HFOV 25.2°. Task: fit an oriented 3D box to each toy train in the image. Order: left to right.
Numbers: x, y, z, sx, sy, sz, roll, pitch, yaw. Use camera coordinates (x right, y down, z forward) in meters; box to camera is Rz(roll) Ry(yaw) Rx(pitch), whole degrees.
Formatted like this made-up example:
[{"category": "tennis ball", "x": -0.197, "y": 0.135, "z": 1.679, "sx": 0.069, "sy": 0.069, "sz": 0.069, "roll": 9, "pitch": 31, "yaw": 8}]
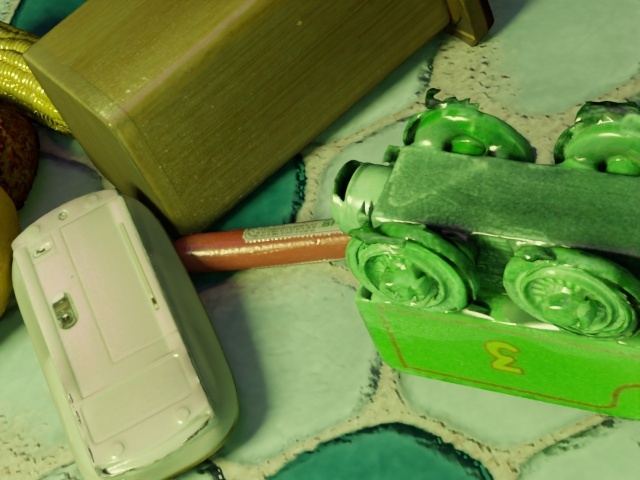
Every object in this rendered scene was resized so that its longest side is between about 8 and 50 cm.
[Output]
[{"category": "toy train", "x": 0.129, "y": 0.016, "z": 0.874, "sx": 0.243, "sy": 0.188, "sz": 0.132, "roll": 9, "pitch": 57, "yaw": 28}]

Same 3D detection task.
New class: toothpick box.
[{"category": "toothpick box", "x": -0.052, "y": -0.165, "z": 1.117, "sx": 0.308, "sy": 0.187, "sz": 0.190, "roll": -42, "pitch": 50, "yaw": -13}]

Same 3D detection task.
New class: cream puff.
[{"category": "cream puff", "x": -0.306, "y": -0.067, "z": 1.182, "sx": 0.149, "sy": 0.084, "sz": 0.149, "roll": -9, "pitch": 46, "yaw": 10}]

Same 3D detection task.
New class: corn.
[{"category": "corn", "x": -0.243, "y": -0.138, "z": 1.231, "sx": 0.203, "sy": 0.072, "sz": 0.072, "roll": 24, "pitch": 62, "yaw": 34}]

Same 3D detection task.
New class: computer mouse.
[{"category": "computer mouse", "x": -0.142, "y": 0.070, "z": 1.012, "sx": 0.126, "sy": 0.056, "sz": 0.245, "roll": -28, "pitch": 56, "yaw": -2}]

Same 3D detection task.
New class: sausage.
[{"category": "sausage", "x": 0.000, "y": 0.000, "z": 1.044, "sx": 0.253, "sy": 0.034, "sz": 0.034, "roll": -6, "pitch": 48, "yaw": 14}]

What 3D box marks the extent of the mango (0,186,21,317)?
[{"category": "mango", "x": -0.329, "y": 0.048, "z": 1.056, "sx": 0.157, "sy": 0.109, "sz": 0.262, "roll": 38, "pitch": 72, "yaw": -3}]
